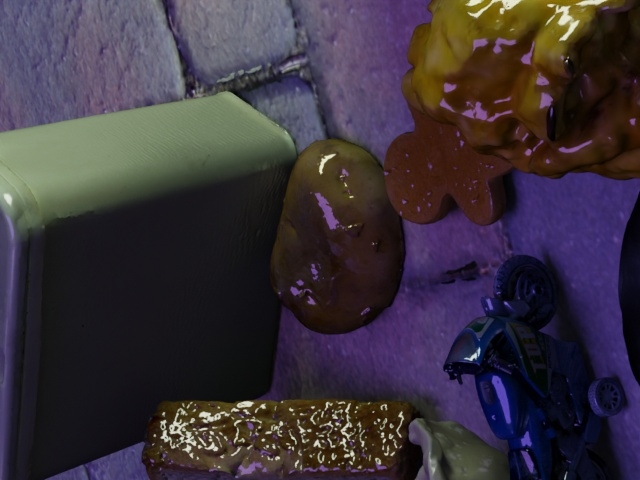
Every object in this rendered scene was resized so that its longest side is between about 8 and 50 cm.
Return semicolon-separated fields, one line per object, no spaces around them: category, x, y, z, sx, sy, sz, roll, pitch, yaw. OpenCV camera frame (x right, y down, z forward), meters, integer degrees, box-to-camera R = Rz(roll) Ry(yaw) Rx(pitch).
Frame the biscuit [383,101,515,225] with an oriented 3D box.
biscuit;0.131;-0.092;1.696;0.240;0.035;0.158;-41;68;51

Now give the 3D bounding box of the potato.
potato;0.000;0.000;1.871;0.164;0.081;0.200;36;128;41

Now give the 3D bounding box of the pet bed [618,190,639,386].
pet bed;0.287;0.044;1.485;0.201;0.053;0.201;173;90;-73

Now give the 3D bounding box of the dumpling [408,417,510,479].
dumpling;0.142;0.272;1.685;0.147;0.193;0.258;-26;96;14

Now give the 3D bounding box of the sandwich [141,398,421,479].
sandwich;-0.018;0.251;1.945;0.288;0.099;0.254;-3;141;19

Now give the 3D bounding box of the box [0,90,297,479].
box;-0.215;0.043;1.946;0.177;0.344;0.352;36;130;39

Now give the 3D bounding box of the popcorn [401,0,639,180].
popcorn;0.195;-0.128;1.474;0.254;0.191;0.190;15;129;40

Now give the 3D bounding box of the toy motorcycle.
toy motorcycle;0.178;0.143;1.637;0.092;0.136;0.254;-18;88;54
